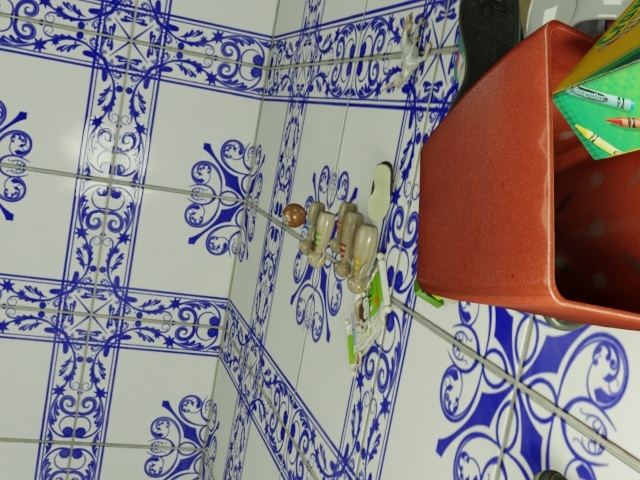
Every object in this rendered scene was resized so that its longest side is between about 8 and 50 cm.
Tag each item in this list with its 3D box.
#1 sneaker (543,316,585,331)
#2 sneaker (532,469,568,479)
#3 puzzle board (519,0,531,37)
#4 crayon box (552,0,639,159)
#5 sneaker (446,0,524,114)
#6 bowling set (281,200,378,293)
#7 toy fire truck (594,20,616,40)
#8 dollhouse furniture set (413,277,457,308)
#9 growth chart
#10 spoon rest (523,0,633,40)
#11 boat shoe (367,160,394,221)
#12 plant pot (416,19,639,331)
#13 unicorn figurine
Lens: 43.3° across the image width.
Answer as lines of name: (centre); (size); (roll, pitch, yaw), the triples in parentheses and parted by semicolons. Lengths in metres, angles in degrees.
sneaker: (0.294, 0.009, 1.088); (0.145, 0.090, 0.270); (117, 152, -64)
sneaker: (0.314, 0.351, 0.919); (0.118, 0.083, 0.222); (-43, 32, 34)
puzzle board: (0.330, -0.387, 1.259); (0.096, 0.011, 0.128); (136, 138, -61)
crayon box: (0.351, -0.198, 0.715); (0.278, 0.081, 0.165); (-46, 15, -27)
sneaker: (0.246, -0.214, 1.190); (0.178, 0.124, 0.295); (17, -101, -71)
bowling set: (0.000, 0.000, 1.794); (0.287, 0.200, 0.154); (-118, 39, -74)
toy fire truck: (0.385, -0.292, 0.990); (0.192, 0.047, 0.135); (173, 104, -72)
dollhouse furniture set: (0.229, 0.058, 1.358); (0.151, 0.058, 0.076); (-41, 33, 36)
growth chart: (0.099, 0.155, 1.720); (0.172, 0.021, 0.237); (-100, 26, -46)
spoon rest: (0.317, -0.276, 0.979); (0.276, 0.084, 0.137); (-150, 67, -71)
boat shoe: (0.130, -0.103, 1.705); (0.042, 0.049, 0.133); (-47, -33, -60)
plant pot: (0.246, -0.034, 0.868); (0.236, 0.267, 0.267); (-18, 65, 54)
unicorn figurine: (0.182, -0.383, 1.651); (0.111, 0.060, 0.162); (121, 167, -51)
